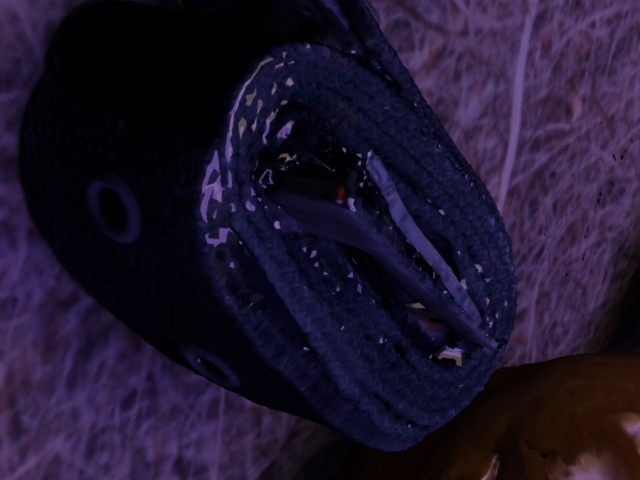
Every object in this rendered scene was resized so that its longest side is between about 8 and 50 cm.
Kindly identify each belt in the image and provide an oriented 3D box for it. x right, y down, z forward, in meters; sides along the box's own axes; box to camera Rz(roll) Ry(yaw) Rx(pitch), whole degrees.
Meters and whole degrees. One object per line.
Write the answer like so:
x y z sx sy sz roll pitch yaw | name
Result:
0.000 0.000 0.608 0.122 0.128 0.218 -60 143 -15 | belt

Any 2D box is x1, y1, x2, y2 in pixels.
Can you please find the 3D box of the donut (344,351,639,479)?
0.118 0.213 0.780 0.299 0.150 0.317 35 74 -23 | donut
